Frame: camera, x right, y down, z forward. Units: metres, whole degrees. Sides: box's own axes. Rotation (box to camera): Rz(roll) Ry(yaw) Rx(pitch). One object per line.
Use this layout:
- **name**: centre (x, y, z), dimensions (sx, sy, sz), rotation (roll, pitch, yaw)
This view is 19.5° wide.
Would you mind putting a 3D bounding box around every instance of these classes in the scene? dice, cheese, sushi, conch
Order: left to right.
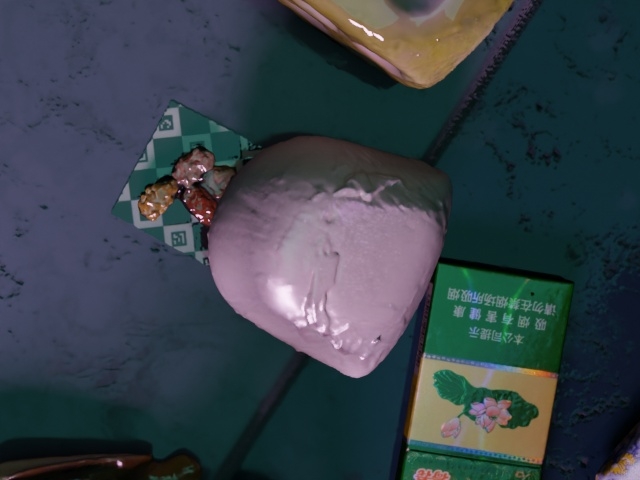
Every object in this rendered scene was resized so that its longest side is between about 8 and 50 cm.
- **conch**: centre (-0.223, 0.275, 1.643), dimensions (0.255, 0.127, 0.158), rotation (-8, 55, -24)
- **sushi**: centre (-0.105, -0.045, 1.663), dimensions (0.126, 0.026, 0.120), rotation (28, 90, -8)
- **cheese**: centre (0.000, 0.000, 1.612), dimensions (0.189, 0.154, 0.198), rotation (24, 87, -25)
- **dice**: centre (0.059, -0.281, 1.563), dimensions (0.238, 0.227, 0.233), rotation (35, 92, -9)

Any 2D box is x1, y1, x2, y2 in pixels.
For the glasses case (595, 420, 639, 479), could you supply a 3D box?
- **glasses case**: centre (0.359, 0.159, 1.706), dimensions (0.087, 0.065, 0.248), rotation (43, 88, -10)

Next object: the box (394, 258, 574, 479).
- **box**: centre (0.148, 0.142, 1.699), dimensions (0.132, 0.034, 0.235), rotation (10, 94, -7)
